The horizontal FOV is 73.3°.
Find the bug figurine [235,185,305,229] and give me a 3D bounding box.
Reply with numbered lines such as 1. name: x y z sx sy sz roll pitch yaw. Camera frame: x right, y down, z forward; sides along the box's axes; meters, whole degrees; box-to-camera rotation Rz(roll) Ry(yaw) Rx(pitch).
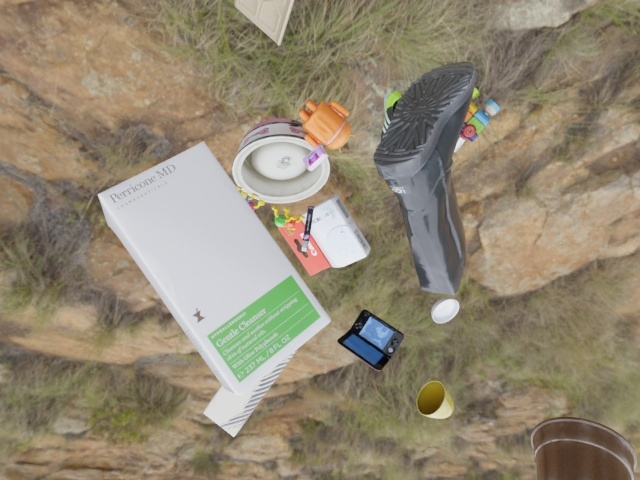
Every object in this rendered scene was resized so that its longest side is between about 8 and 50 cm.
1. bug figurine: -0.193 -0.105 1.532 0.278 0.072 0.216 25 -173 -6

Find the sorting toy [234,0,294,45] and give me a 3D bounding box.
1. sorting toy: -0.135 -0.743 1.194 0.229 0.041 0.307 48 140 13

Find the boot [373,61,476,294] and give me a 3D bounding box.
1. boot: 0.296 -0.131 1.030 0.146 0.367 0.445 14 149 41

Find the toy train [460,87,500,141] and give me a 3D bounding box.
1. toy train: 0.463 -0.460 1.434 0.248 0.105 0.143 45 103 4

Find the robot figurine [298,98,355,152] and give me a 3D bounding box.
1. robot figurine: 0.020 -0.423 1.591 0.219 0.158 0.128 36 162 -17

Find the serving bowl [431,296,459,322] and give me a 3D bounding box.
1. serving bowl: 0.342 0.189 1.196 0.083 0.027 0.084 -10 122 -15

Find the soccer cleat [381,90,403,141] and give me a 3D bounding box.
1. soccer cleat: 0.194 -0.294 1.120 0.060 0.072 0.179 -5 118 -8

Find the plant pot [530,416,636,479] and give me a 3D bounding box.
1. plant pot: 0.442 0.423 0.729 0.166 0.165 0.167 16 127 22

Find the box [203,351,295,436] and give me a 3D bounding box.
1. box: -0.143 0.296 0.985 0.094 0.275 0.113 35 -171 5

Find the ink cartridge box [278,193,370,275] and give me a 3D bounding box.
1. ink cartridge box: 0.000 0.000 2.035 0.384 0.091 0.308 -27 103 31

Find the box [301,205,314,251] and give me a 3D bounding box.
1. box: -0.054 -0.049 1.800 0.029 0.162 0.116 10 156 -1

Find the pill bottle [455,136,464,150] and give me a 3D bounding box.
1. pill bottle: 0.448 -0.414 1.583 0.184 0.103 0.103 38 149 14

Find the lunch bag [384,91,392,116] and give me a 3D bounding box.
1. lunch bag: 0.370 -0.483 1.810 0.262 0.224 0.160 26 132 -37

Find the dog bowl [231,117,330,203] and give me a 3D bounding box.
1. dog bowl: -0.165 -0.337 1.808 0.406 0.151 0.408 -4 147 -3

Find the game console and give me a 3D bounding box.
1. game console: 0.142 0.273 1.197 0.143 0.124 0.085 32 173 21

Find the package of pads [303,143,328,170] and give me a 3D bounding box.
1. package of pads: -0.016 -0.277 1.443 0.083 0.050 0.031 -40 149 24

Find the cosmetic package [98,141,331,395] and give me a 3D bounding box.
1. cosmetic package: -0.179 0.049 0.728 0.366 0.196 0.155 54 156 0

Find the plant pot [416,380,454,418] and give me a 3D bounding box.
1. plant pot: 0.440 0.606 1.598 0.095 0.134 0.134 38 137 -19
